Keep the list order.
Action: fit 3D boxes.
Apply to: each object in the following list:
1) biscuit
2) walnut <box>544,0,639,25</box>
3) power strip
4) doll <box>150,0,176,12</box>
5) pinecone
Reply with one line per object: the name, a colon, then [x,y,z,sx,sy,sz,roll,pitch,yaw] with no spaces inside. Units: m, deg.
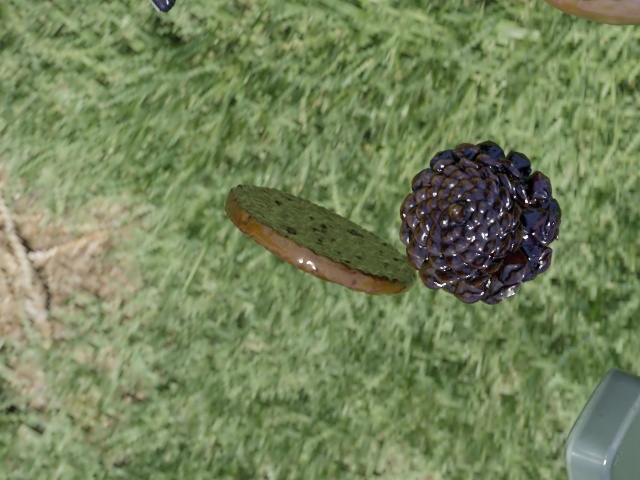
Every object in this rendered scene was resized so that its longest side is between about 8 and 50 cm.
biscuit: [0.000,0.001,1.301,0.188,0.188,0.027,24,103,-2]
walnut: [0.319,-0.364,1.437,0.344,0.306,0.306,-5,121,28]
power strip: [0.338,0.236,1.580,0.059,0.193,0.265,18,144,31]
doll: [-0.122,-0.234,0.954,0.067,0.219,0.091,-28,126,26]
pinecone: [0.138,-0.013,1.219,0.140,0.121,0.140,2,93,31]
